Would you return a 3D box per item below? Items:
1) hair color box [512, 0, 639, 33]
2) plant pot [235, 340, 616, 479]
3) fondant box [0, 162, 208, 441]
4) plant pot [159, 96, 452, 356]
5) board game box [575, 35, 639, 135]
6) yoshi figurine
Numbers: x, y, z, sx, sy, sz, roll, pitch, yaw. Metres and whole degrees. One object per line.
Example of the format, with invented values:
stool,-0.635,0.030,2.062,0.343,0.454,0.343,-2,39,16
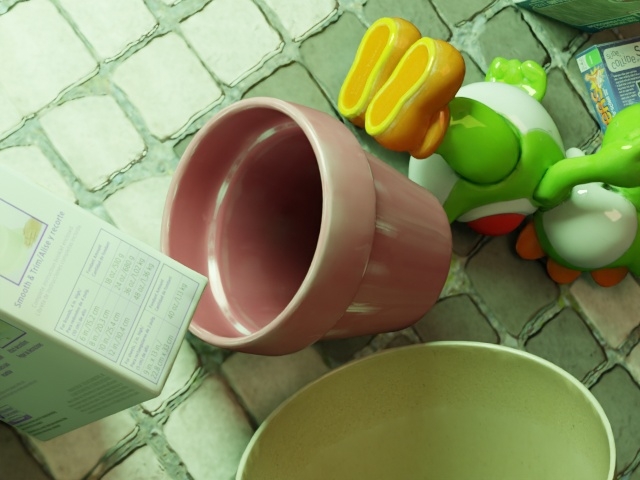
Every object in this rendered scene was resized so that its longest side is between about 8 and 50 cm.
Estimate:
hair color box,0.304,-0.386,1.460,0.105,0.174,0.347,15,83,-24
plant pot,0.094,0.239,1.182,0.284,0.284,0.191,-38,131,-32
fondant box,-0.273,0.012,1.032,0.330,0.238,0.096,29,64,-19
plant pot,0.000,0.000,1.228,0.180,0.201,0.201,14,69,-43
board game box,0.364,-0.147,1.553,0.201,0.035,0.136,-14,83,-32
yoshi figurine,0.214,-0.095,1.367,0.362,0.203,0.203,27,58,-23
